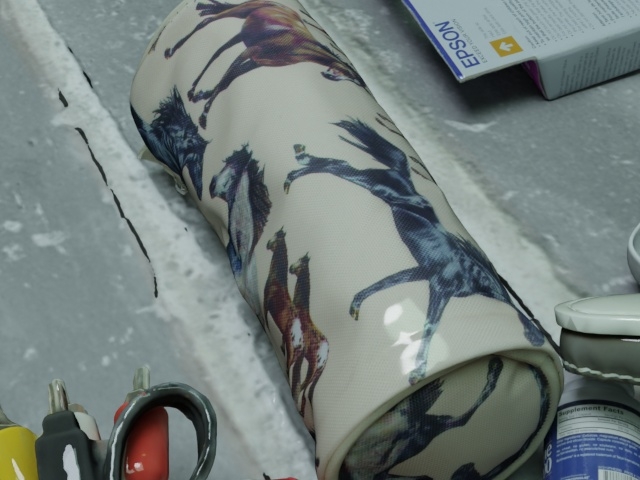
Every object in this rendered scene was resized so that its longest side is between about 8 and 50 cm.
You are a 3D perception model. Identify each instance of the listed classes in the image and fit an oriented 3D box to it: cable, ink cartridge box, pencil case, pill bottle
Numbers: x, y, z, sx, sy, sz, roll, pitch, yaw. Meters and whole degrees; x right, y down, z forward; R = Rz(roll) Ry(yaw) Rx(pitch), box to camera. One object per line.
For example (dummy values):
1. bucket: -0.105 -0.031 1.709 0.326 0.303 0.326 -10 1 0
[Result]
1. cable: -0.110 0.190 0.572 0.139 0.072 0.287 -11 60 -8
2. ink cartridge box: 0.210 -0.278 1.030 0.330 0.071 0.324 -19 52 -10
3. pencil case: 0.000 0.000 0.741 0.159 0.183 0.410 1 43 -36
4. pill bottle: 0.176 0.136 0.674 0.067 0.067 0.120 6 50 7

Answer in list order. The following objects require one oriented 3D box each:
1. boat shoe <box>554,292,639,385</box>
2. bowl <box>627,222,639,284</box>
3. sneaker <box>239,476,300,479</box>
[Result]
1. boat shoe: 0.290 0.088 0.651 0.305 0.091 0.109 6 9 -6
2. bowl: 0.309 0.021 0.778 0.142 0.053 0.142 -33 57 -24
3. sneaker: 0.007 0.240 0.570 0.118 0.107 0.279 -17 51 -19
